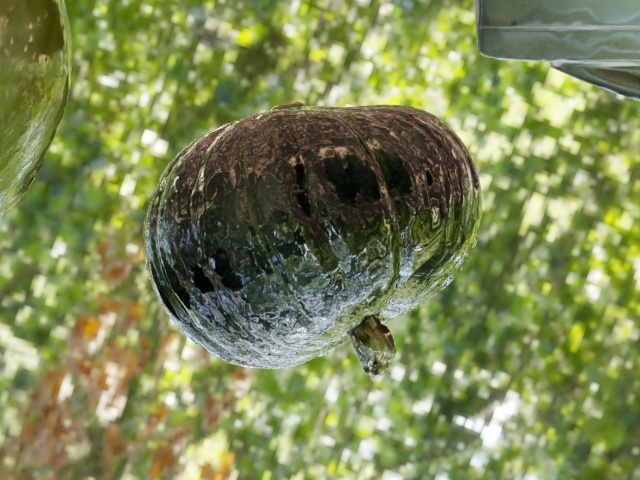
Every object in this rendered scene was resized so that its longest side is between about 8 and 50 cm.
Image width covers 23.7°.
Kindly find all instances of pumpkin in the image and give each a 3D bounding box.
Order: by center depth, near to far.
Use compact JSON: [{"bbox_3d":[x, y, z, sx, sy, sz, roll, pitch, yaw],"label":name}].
[{"bbox_3d":[0.000,0.000,1.108,0.216,0.250,0.250,61,-163,4],"label":"pumpkin"}]

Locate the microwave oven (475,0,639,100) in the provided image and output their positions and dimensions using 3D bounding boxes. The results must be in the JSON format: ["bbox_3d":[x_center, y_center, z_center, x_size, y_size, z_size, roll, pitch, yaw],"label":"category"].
[{"bbox_3d":[0.282,-0.256,0.793,0.394,0.333,0.247,1,-153,10],"label":"microwave oven"}]

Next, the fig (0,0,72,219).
[{"bbox_3d":[-0.153,-0.001,0.443,0.149,0.245,0.149,8,161,3],"label":"fig"}]
